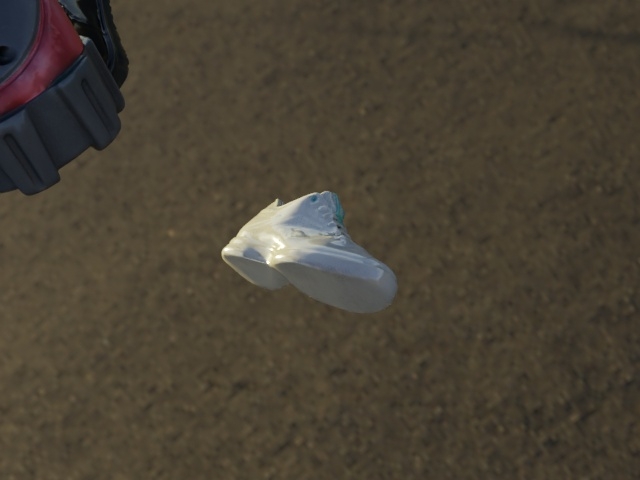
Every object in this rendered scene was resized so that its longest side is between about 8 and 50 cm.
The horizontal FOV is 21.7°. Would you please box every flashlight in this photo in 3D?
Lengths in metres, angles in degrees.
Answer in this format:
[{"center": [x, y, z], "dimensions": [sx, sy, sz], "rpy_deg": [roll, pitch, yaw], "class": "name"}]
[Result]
[{"center": [-0.215, -0.165, 0.847], "dimensions": [0.103, 0.304, 0.103], "rpy_deg": [-37, 27, -14], "class": "flashlight"}]

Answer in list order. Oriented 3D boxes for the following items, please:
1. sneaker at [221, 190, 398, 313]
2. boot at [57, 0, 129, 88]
[{"center": [0.000, 0.000, 1.460], "dimensions": [0.212, 0.080, 0.094], "rpy_deg": [14, 64, 50], "class": "sneaker"}, {"center": [-0.324, -0.269, 1.800], "dimensions": [0.094, 0.207, 0.246], "rpy_deg": [-44, 45, 16], "class": "boot"}]
